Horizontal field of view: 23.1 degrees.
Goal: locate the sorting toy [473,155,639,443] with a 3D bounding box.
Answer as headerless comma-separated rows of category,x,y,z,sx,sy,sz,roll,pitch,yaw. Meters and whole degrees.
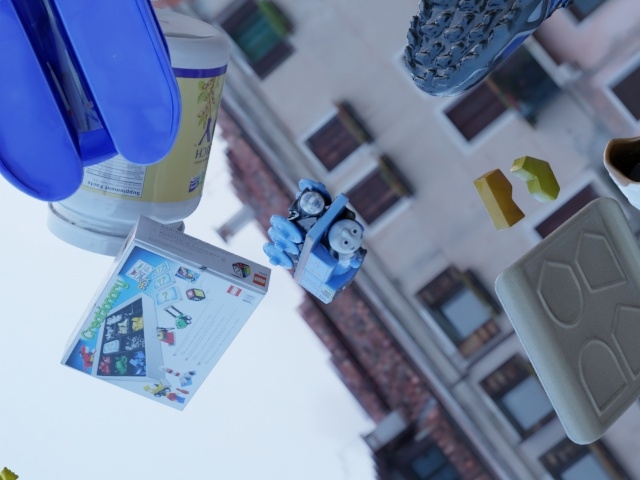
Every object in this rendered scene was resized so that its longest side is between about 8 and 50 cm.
sorting toy,0.277,0.044,1.732,0.229,0.041,0.307,-32,-82,-42

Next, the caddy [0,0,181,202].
caddy,-0.293,-0.213,1.730,0.179,0.241,0.341,-122,11,-55

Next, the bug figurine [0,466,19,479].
bug figurine,-0.339,0.393,1.891,0.279,0.216,0.072,32,-136,0

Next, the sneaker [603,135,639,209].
sneaker,0.448,-0.083,1.764,0.123,0.290,0.105,35,-117,-39

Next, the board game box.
board game box,-0.217,0.107,2.146,0.193,0.305,0.053,24,-135,-14

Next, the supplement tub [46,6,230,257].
supplement tub,-0.276,-0.162,2.289,0.241,0.331,0.241,11,-161,-4

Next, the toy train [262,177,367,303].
toy train,0.000,0.000,1.714,0.105,0.080,0.184,36,161,5

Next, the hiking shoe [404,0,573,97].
hiking shoe,0.207,-0.240,1.419,0.132,0.304,0.113,29,-164,-51
